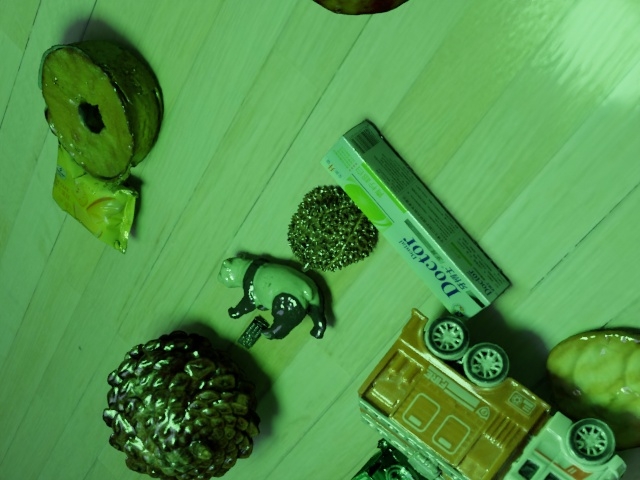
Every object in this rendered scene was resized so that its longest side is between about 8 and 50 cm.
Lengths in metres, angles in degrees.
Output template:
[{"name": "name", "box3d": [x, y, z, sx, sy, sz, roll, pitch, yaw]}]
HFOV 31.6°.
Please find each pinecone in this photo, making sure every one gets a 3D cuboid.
[{"name": "pinecone", "box3d": [-0.267, 0.316, 2.166, 0.298, 0.242, 0.296, -50, 63, 16]}]

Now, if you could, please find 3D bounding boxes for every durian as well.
[{"name": "durian", "box3d": [0.000, 0.000, 1.844, 0.148, 0.091, 0.188, 44, 138, 9]}]

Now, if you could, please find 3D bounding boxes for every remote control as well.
[{"name": "remote control", "box3d": [-0.126, 0.172, 2.120, 0.034, 0.016, 0.091, 35, 137, -4]}]

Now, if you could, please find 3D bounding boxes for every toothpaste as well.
[{"name": "toothpaste", "box3d": [0.143, -0.028, 1.723, 0.336, 0.067, 0.081, 49, 140, 4]}]

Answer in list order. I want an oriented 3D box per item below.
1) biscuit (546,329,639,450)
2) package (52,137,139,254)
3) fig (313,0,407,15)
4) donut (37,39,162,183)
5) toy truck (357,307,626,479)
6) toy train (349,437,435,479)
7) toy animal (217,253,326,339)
[{"name": "biscuit", "box3d": [0.443, 0.213, 1.647, 0.260, 0.041, 0.203, -29, 93, 46]}, {"name": "package", "box3d": [-0.433, -0.089, 2.156, 0.226, 0.090, 0.168, 34, 132, 22]}, {"name": "fig", "box3d": [0.048, -0.411, 1.464, 0.235, 0.214, 0.235, 3, 100, 19]}, {"name": "donut", "box3d": [-0.385, -0.238, 2.015, 0.272, 0.107, 0.272, 27, 134, 31]}, {"name": "toy truck", "box3d": [0.247, 0.294, 1.703, 0.387, 0.207, 0.173, 36, 162, 19]}, {"name": "toy train", "box3d": [0.173, 0.466, 1.987, 0.269, 0.115, 0.154, 49, 132, 2]}, {"name": "toy animal", "box3d": [-0.091, 0.093, 1.984, 0.225, 0.094, 0.121, 24, 121, 40]}]
